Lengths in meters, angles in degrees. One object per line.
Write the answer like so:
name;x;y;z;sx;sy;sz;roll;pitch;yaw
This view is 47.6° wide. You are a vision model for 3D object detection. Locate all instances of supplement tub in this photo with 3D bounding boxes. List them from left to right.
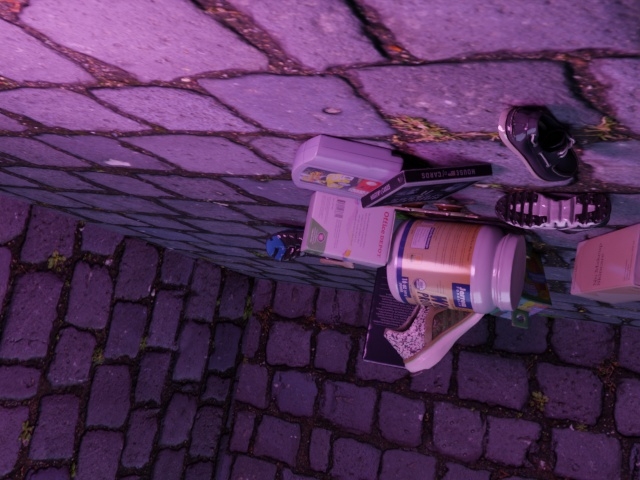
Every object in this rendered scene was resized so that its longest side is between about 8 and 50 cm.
supplement tub;0.352;0.066;1.869;0.316;0.228;0.228;6;170;26

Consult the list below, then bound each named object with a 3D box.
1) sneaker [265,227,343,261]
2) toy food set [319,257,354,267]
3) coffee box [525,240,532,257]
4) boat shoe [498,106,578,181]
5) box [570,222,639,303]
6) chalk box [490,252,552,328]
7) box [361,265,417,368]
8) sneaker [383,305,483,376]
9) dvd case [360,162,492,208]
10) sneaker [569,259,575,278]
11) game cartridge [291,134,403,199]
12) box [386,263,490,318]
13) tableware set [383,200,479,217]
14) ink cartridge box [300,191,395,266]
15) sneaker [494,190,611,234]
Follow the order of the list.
sneaker;0.000;0.000;2.336;0.340;0.125;0.139;4;-163;19
toy food set;0.043;-0.004;2.213;0.132;0.039;0.192;8;133;20
coffee box;0.476;0.013;1.992;0.184;0.041;0.113;5;170;31
boat shoe;0.345;-0.139;1.089;0.065;0.075;0.206;5;166;47
box;0.714;0.061;1.695;0.121;0.148;0.311;12;170;-3
chalk box;0.560;0.145;2.072;0.132;0.213;0.132;15;145;-31
box;0.282;0.246;2.540;0.211;0.396;0.293;9;171;7
sneaker;0.336;0.178;2.004;0.182;0.410;0.158;42;179;-4
dvd case;0.200;-0.105;1.423;0.179;0.030;0.238;-7;173;-16
sneaker;0.755;0.111;2.040;0.090;0.115;0.232;10;171;3
game cartridge;0.041;-0.143;1.492;0.196;0.060;0.294;15;171;-5
box;0.358;0.116;2.230;0.257;0.079;0.322;15;-162;-18
tableware set;0.253;-0.083;1.669;0.194;0.039;0.128;10;-175;44
ink cartridge box;0.070;-0.027;1.843;0.212;0.154;0.093;12;171;-10
sneaker;0.476;-0.051;1.477;0.234;0.078;0.106;2;166;32
